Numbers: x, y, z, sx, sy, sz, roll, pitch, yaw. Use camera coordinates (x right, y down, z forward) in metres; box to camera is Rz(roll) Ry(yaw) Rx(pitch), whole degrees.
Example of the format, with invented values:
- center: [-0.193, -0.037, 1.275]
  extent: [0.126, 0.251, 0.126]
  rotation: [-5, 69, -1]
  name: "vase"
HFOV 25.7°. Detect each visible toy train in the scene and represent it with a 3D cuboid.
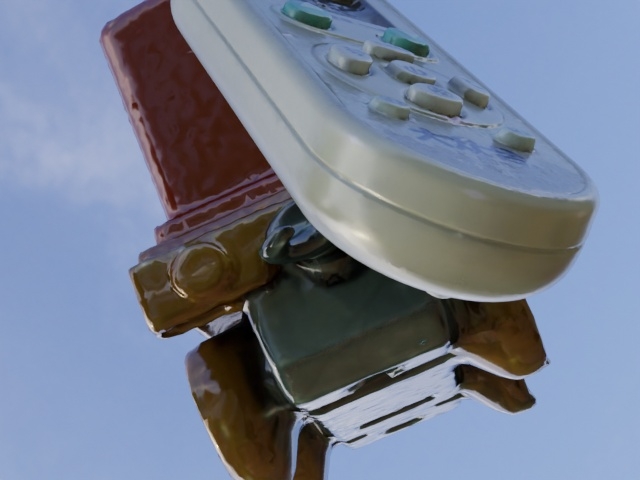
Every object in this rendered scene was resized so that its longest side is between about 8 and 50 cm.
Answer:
- center: [0.000, 0.000, 0.716]
  extent: [0.163, 0.231, 0.369]
  rotation: [-22, -14, 1]
  name: "toy train"

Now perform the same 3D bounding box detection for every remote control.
- center: [0.008, -0.043, 0.413]
  extent: [0.078, 0.221, 0.042]
  rotation: [11, -69, -23]
  name: "remote control"
